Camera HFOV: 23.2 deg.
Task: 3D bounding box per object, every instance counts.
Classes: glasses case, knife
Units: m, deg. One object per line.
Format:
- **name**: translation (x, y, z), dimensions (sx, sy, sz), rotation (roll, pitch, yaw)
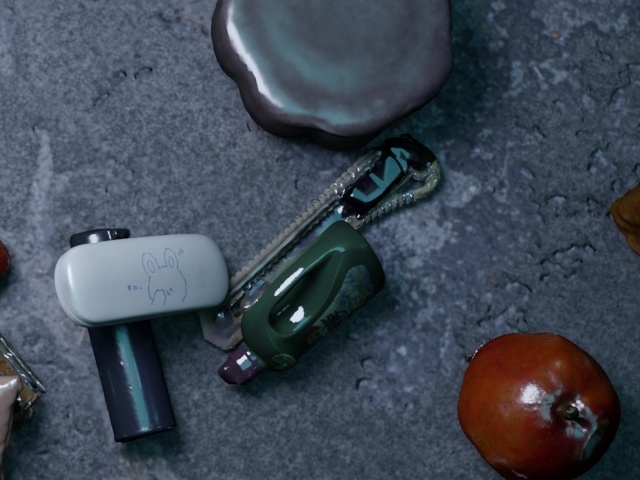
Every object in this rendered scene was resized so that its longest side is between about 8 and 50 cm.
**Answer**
- **glasses case**: translation (-0.194, 0.042, 1.723), dimensions (0.233, 0.059, 0.092), rotation (-4, 77, -48)
- **knife**: translation (0.001, -0.001, 1.845), dimensions (0.365, 0.043, 0.089), rotation (-41, 88, -14)

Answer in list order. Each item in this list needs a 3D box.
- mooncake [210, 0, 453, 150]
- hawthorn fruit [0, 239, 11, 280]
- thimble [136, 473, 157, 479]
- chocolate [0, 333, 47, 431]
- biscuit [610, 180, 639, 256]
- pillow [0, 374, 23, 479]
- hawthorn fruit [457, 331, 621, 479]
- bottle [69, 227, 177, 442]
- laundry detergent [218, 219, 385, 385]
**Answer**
- **mooncake**: translation (0.010, -0.254, 1.835), dimensions (0.306, 0.154, 0.306), rotation (2, 81, -10)
- **hawthorn fruit**: translation (-0.374, 0.023, 1.742), dimensions (0.066, 0.103, 0.067), rotation (0, 91, -28)
- **thimble**: translation (-0.248, 0.368, 1.623), dimensions (0.271, 0.271, 0.150), rotation (-28, 84, -14)
- **chocolate**: translation (-0.425, 0.071, 1.734), dimensions (0.329, 0.102, 0.065), rotation (51, 48, 2)
- **biscuit**: translation (0.592, 0.016, 1.889), dimensions (0.342, 0.166, 0.395), rotation (-35, 87, -16)
- **pillow**: translation (-0.442, 0.226, 1.680), dimensions (0.236, 0.084, 0.223), rotation (12, 102, 0)
- **hawthorn fruit**: translation (0.253, 0.194, 1.776), dimensions (0.185, 0.202, 0.185), rotation (0, 88, -13)
- **bottle**: translation (-0.229, 0.105, 1.770), dimensions (0.082, 0.072, 0.244), rotation (-18, 83, 29)
- **laundry detergent**: translation (-0.031, 0.081, 1.781), dimensions (0.221, 0.144, 0.078), rotation (-40, 61, -9)
